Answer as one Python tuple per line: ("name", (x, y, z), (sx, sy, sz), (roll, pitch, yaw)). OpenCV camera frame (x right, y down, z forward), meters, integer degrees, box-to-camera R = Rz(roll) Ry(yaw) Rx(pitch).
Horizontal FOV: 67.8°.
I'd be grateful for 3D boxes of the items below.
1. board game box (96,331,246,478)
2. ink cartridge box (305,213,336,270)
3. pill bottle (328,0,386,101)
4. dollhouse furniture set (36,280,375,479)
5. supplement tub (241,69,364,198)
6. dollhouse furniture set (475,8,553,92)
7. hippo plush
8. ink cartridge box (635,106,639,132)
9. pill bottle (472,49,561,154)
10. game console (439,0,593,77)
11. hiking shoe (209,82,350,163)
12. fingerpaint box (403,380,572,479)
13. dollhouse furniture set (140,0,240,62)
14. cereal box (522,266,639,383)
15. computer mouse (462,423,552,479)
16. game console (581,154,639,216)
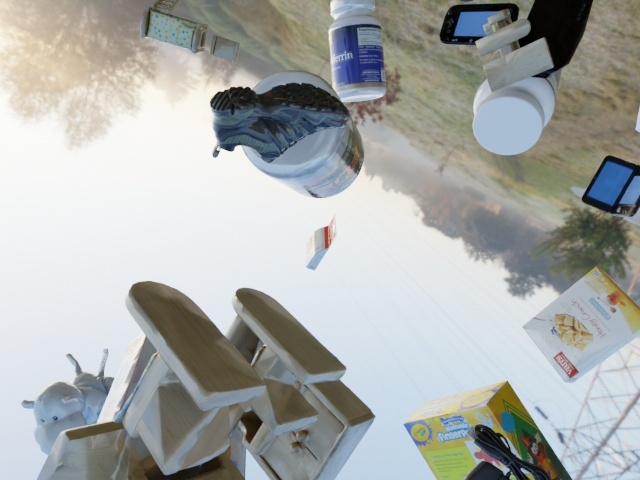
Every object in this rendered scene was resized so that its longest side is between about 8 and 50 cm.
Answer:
("board game box", (-0.271, 0.373, 0.924), (0.318, 0.065, 0.319), (49, -170, -23))
("ink cartridge box", (0.000, 0.000, 1.744), (0.045, 0.179, 0.146), (19, -147, -15))
("pill bottle", (0.100, -0.535, 1.336), (0.153, 0.265, 0.153), (-6, -171, 1))
("dollhouse furniture set", (-0.150, 0.215, 0.581), (0.256, 0.362, 0.394), (38, -166, 32))
("supplement tub", (-0.021, -0.204, 1.015), (0.207, 0.207, 0.338), (30, -175, 14))
("dollhouse furniture set", (0.411, -0.404, 0.963), (0.123, 0.144, 0.151), (-13, -167, 47))
("hippo plush", (-0.610, 0.432, 1.244), (0.234, 0.295, 0.236), (-8, 168, 1))
("ink cartridge box", (0.489, -0.275, 0.443), (0.166, 0.285, 0.395), (50, -177, 36))
("pill bottle", (0.551, -0.413, 1.339), (0.210, 0.210, 0.363), (28, -128, 5))
("game console", (0.452, -0.513, 1.164), (0.361, 0.213, 0.043), (23, 180, 41))
("hiking shoe", (-0.065, -0.184, 0.765), (0.226, 0.114, 0.086), (-5, -132, -19))
("fingerpaint box", (0.566, 0.734, 1.682), (0.163, 0.445, 0.371), (-25, -102, -38))
("dollhouse furniture set", (-0.246, -0.462, 0.951), (0.181, 0.161, 0.101), (14, -158, -8))
("cereal box", (0.637, 0.205, 1.153), (0.047, 0.240, 0.173), (19, -149, -39))
("computer mouse", (0.343, 0.556, 1.024), (0.188, 0.273, 0.072), (36, -162, 33))
("game console", (0.773, -0.144, 1.229), (0.085, 0.144, 0.124), (27, -174, -3))
